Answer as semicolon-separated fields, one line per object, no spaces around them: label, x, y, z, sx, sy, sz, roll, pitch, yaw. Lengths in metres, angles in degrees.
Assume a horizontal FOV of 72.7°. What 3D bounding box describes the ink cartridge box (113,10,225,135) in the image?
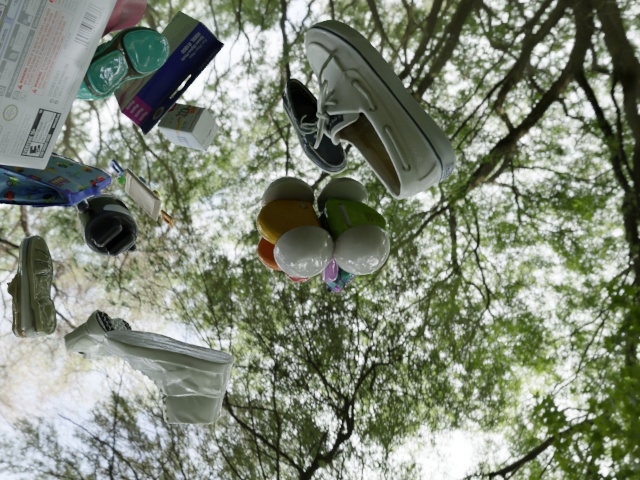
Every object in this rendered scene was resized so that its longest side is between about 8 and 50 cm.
ink cartridge box;-0.442;-0.482;1.221;0.324;0.071;0.330;-47;-138;4

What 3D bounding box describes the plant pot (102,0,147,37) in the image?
plant pot;-0.412;-0.452;0.767;0.201;0.201;0.180;-1;-161;9

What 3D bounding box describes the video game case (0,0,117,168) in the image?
video game case;-0.365;-0.213;0.446;0.061;0.269;0.244;36;-166;15

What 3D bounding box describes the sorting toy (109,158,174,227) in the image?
sorting toy;-0.698;-0.184;1.736;0.348;0.196;0.047;45;-122;0

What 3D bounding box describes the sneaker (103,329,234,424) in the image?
sneaker;-0.338;0.296;0.922;0.293;0.169;0.108;13;-175;12

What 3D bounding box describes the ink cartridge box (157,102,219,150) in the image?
ink cartridge box;-0.526;-0.456;1.744;0.176;0.127;0.128;15;-109;19

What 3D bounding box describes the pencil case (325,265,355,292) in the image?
pencil case;0.079;0.082;1.184;0.152;0.064;0.070;-31;-109;-28

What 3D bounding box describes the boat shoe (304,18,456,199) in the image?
boat shoe;0.049;-0.212;0.731;0.156;0.136;0.367;-32;-104;-15

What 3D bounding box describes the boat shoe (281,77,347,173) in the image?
boat shoe;-0.013;-0.275;1.036;0.095;0.079;0.254;-23;-105;-11

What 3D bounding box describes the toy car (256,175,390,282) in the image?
toy car;0.000;0.000;0.602;0.182;0.136;0.159;-2;-138;-16

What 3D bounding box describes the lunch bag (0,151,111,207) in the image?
lunch bag;-0.804;-0.182;1.316;0.293;0.138;0.221;10;-157;2

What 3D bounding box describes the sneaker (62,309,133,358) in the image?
sneaker;-0.597;0.278;1.211;0.118;0.292;0.110;-33;-111;-11

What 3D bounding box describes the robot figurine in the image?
robot figurine;-0.738;-0.053;1.505;0.174;0.209;0.278;-11;-147;-33

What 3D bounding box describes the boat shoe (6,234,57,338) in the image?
boat shoe;-0.856;0.135;1.272;0.103;0.113;0.302;-11;-103;-1

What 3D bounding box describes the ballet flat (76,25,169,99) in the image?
ballet flat;-0.363;-0.315;0.763;0.087;0.083;0.247;2;-141;16
